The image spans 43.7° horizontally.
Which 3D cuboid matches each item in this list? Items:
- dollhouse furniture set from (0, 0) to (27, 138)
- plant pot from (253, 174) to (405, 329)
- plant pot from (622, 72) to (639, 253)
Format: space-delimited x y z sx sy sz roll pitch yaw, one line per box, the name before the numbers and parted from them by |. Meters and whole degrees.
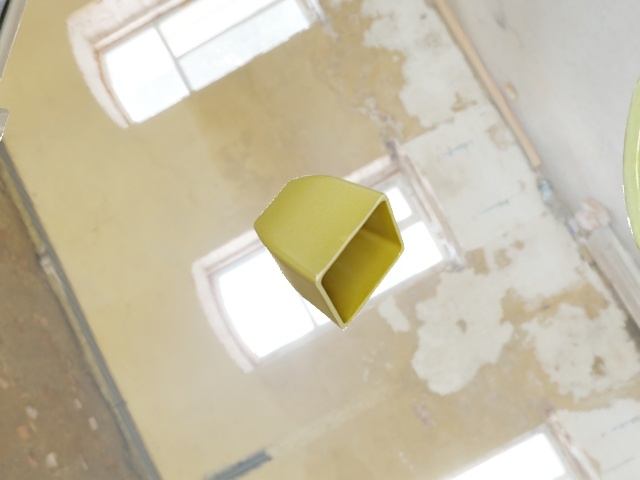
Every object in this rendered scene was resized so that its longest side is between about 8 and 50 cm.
dollhouse furniture set | -0.389 -0.279 0.744 0.198 0.286 0.303 4 -141 -42
plant pot | 0.000 0.000 0.585 0.083 0.081 0.081 29 162 30
plant pot | 0.358 -0.055 0.446 0.254 0.276 0.276 -15 -108 -43
